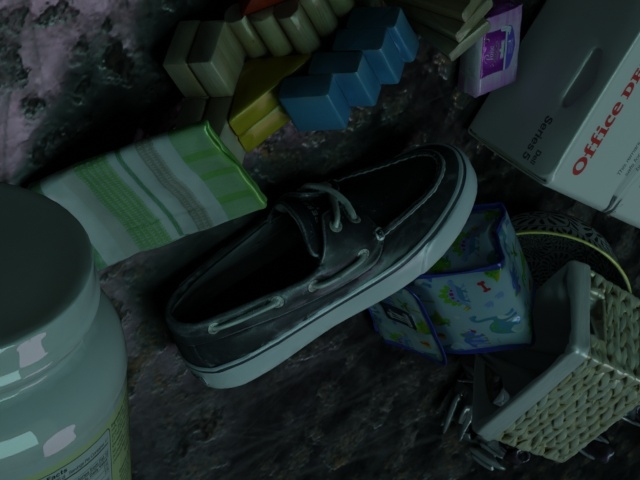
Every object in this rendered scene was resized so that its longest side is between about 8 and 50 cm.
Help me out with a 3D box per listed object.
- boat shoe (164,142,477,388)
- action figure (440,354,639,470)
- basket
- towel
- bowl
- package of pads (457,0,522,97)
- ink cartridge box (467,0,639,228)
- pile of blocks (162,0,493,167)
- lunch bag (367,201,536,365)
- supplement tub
[{"bbox_3d":[0.000,0.000,1.421,0.301,0.108,0.102,-34,140,-9],"label":"boat shoe"},{"bbox_3d":[0.235,0.156,1.762,0.285,0.099,0.185,23,112,-45],"label":"action figure"},{"bbox_3d":[0.229,0.118,1.587,0.103,0.113,0.167,25,136,-19],"label":"basket"},{"bbox_3d":[-0.129,-0.031,1.271,0.152,0.023,0.113,-19,143,16],"label":"towel"},{"bbox_3d":[0.215,0.025,1.630,0.170,0.170,0.080,78,18,-44],"label":"bowl"},{"bbox_3d":[0.147,-0.169,1.476,0.050,0.032,0.083,-25,134,-30],"label":"package of pads"},{"bbox_3d":[0.294,-0.126,1.581,0.273,0.115,0.198,19,105,-49],"label":"ink cartridge box"},{"bbox_3d":[0.029,-0.191,1.258,0.362,0.149,0.112,-43,140,-8],"label":"pile of blocks"},{"bbox_3d":[0.109,0.043,1.540,0.151,0.096,0.129,-6,139,18],"label":"lunch bag"},{"bbox_3d":[-0.250,0.145,1.189,0.235,0.235,0.325,-22,133,-30],"label":"supplement tub"}]
